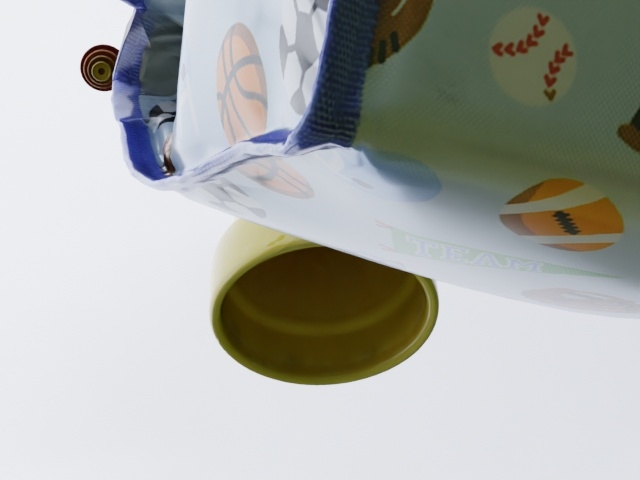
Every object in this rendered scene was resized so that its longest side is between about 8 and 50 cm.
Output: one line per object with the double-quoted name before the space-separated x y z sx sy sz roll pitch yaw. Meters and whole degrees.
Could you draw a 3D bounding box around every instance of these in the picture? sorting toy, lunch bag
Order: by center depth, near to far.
"lunch bag" 0.092 -0.087 0.603 0.328 0.385 0.239 14 -99 -17
"sorting toy" -0.194 -0.177 1.366 0.102 0.042 0.061 -19 -74 2

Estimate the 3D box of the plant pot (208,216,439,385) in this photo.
"plant pot" 0.000 0.000 1.548 0.254 0.239 0.254 -2 -43 -1
